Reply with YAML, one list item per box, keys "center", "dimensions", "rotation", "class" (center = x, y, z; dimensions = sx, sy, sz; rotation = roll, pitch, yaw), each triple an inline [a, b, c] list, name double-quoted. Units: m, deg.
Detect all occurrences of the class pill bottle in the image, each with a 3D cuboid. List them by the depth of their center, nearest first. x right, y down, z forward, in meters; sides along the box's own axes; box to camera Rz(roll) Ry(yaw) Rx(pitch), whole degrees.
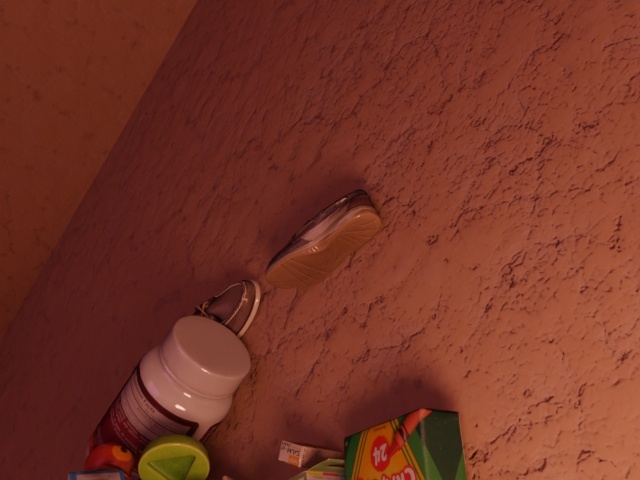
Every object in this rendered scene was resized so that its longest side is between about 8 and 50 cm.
- center: [-0.334, 0.369, 1.452]
  dimensions: [0.392, 0.224, 0.224]
  rotation: [-54, 39, 19]
  class: "pill bottle"

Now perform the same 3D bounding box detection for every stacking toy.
- center: [-0.302, 0.478, 1.320]
  dimensions: [0.279, 0.309, 0.130]
  rotation: [-37, 27, 12]
  class: "stacking toy"

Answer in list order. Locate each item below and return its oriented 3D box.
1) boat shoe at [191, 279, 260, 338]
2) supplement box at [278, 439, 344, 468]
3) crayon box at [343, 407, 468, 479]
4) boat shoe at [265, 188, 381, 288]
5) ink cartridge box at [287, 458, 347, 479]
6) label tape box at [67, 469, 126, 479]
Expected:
- center: [-0.263, 0.200, 1.551]
  dimensions: [0.324, 0.097, 0.116]
  rotation: [-45, 42, 29]
  class: "boat shoe"
- center: [-0.015, 0.375, 1.146]
  dimensions: [0.062, 0.098, 0.036]
  rotation: [-5, 69, 50]
  class: "supplement box"
- center: [0.126, 0.421, 0.935]
  dimensions: [0.202, 0.081, 0.318]
  rotation: [-40, 44, 46]
  class: "crayon box"
- center: [0.000, 0.000, 1.320]
  dimensions: [0.285, 0.103, 0.092]
  rotation: [-37, 41, 31]
  class: "boat shoe"
- center: [-0.011, 0.434, 1.103]
  dimensions: [0.209, 0.109, 0.062]
  rotation: [-40, 45, 33]
  class: "ink cartridge box"
- center: [-0.398, 0.610, 1.131]
  dimensions: [0.240, 0.106, 0.334]
  rotation: [43, 122, 59]
  class: "label tape box"
